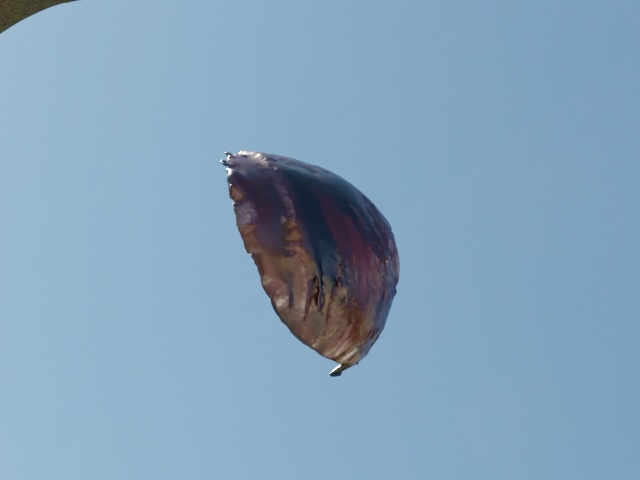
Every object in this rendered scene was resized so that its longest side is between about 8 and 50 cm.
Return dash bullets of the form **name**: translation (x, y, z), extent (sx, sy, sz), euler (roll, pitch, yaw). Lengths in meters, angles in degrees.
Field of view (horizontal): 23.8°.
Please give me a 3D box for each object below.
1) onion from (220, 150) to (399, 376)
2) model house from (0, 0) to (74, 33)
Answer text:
- **onion**: translation (0.000, 0.000, 1.932), extent (0.146, 0.314, 0.280), euler (-24, -21, 16)
- **model house**: translation (-0.245, -0.217, 1.092), extent (0.294, 0.154, 0.207), euler (-24, -56, 11)
